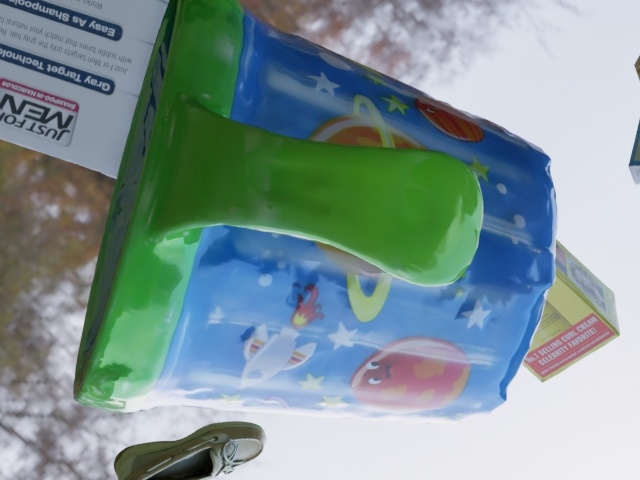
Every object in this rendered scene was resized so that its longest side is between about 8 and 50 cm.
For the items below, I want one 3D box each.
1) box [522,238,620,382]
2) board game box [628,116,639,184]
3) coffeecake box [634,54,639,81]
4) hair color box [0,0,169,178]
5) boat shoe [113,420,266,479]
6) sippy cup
[{"bbox_3d":[0.133,0.012,1.122,0.087,0.232,0.058,-35,-153,27],"label":"box"},{"bbox_3d":[0.346,-0.096,1.192,0.154,0.026,0.103,0,-128,29],"label":"board game box"},{"bbox_3d":[0.518,-0.190,1.913,0.185,0.142,0.068,-94,-159,-45],"label":"coffeecake box"},{"bbox_3d":[-0.182,-0.243,1.141,0.105,0.174,0.347,-60,169,-73],"label":"hair color box"},{"bbox_3d":[-0.123,0.217,1.382,0.153,0.056,0.048,-7,-144,-19],"label":"boat shoe"},{"bbox_3d":[0.000,0.000,0.777,0.305,0.224,0.240,-97,-156,-60],"label":"sippy cup"}]
